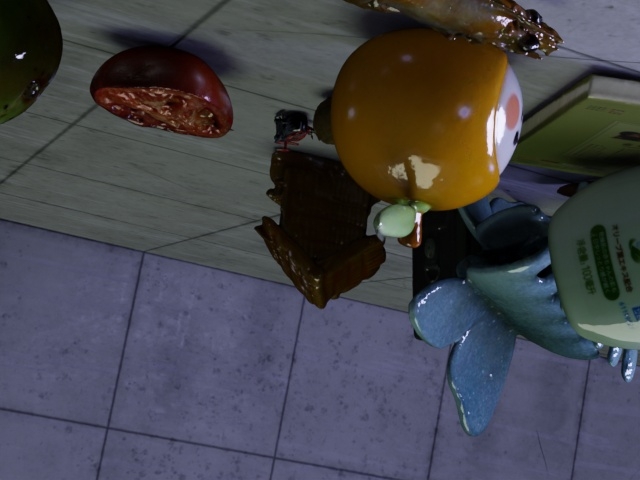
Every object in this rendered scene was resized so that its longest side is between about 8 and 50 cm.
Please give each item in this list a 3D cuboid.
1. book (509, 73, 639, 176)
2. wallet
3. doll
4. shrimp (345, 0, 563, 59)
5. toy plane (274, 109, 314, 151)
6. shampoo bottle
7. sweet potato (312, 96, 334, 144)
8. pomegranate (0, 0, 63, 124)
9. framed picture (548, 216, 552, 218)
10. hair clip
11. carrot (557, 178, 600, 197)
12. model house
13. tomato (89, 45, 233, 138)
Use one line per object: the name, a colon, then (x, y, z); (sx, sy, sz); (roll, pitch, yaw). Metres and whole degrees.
book: (0.367, -0.122, 1.539); (0.239, 0.035, 0.352); (9, 171, -7)
wallet: (0.194, 0.036, 2.068); (0.052, 0.245, 0.168); (8, 172, -30)
doll: (0.100, -0.097, 1.346); (0.213, 0.236, 0.213); (13, 170, 2)
shrimp: (0.081, -0.216, 1.173); (0.287, 0.063, 0.152); (18, 171, -25)
toy plane: (-0.038, -0.152, 1.834); (0.060, 0.037, 0.145); (2, 170, -17)
shampoo bottle: (0.455, 0.003, 1.546); (0.349, 0.222, 0.151); (-16, 169, 32)
sweet potato: (0.089, -0.149, 1.626); (0.233, 0.062, 0.081); (2, -176, 26)
pomegranate: (-0.382, -0.224, 1.412); (0.209, 0.180, 0.180); (40, 171, 1)
framed picture: (0.388, -0.007, 2.305); (0.208, 0.019, 0.281); (9, 170, 16)
hair clip: (0.309, 0.061, 1.892); (0.238, 0.392, 0.318); (1, 151, 34)
carrot: (0.399, -0.068, 1.838); (0.048, 0.048, 0.216); (15, 175, -29)
model house: (0.000, -0.002, 2.085); (0.219, 0.229, 0.199); (10, 155, -5)
tomato: (-0.186, -0.188, 1.617); (0.166, 0.082, 0.174); (5, 166, 12)
